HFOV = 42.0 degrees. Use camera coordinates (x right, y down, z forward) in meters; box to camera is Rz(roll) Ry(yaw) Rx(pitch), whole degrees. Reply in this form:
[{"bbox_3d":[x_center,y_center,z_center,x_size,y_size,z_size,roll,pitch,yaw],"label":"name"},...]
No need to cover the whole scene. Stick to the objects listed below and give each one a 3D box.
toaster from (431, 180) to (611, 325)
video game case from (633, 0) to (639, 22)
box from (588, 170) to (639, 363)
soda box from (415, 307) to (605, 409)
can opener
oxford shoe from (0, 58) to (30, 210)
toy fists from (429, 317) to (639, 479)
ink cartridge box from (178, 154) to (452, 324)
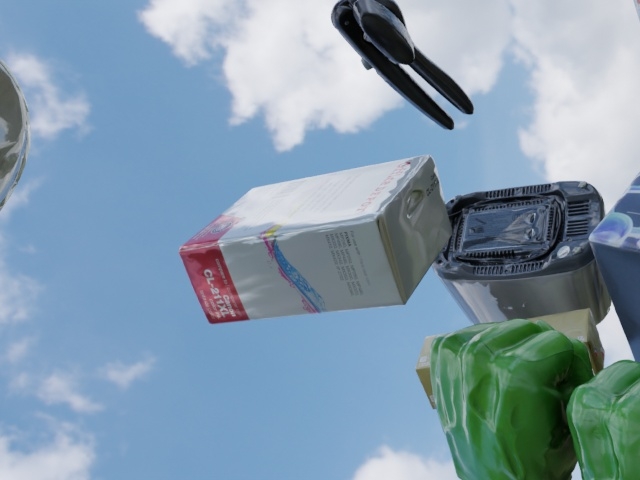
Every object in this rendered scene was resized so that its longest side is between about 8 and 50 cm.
[{"bbox_3d":[0.227,0.027,0.950,0.146,0.226,0.129,55,-140,-40],"label":"toaster"},{"bbox_3d":[0.468,-0.334,1.037,0.227,0.026,0.207,112,157,-61],"label":"video game case"},{"bbox_3d":[0.484,-0.035,0.731,0.395,0.293,0.212,-48,-54,-20],"label":"box"},{"bbox_3d":[0.195,0.124,0.860,0.058,0.181,0.061,65,-151,-21],"label":"soda box"},{"bbox_3d":[0.078,-0.161,0.774,0.186,0.059,0.073,39,-143,-40],"label":"can opener"},{"bbox_3d":[-0.260,-0.022,0.379,0.169,0.130,0.449,64,-157,-11],"label":"oxford shoe"},{"bbox_3d":[0.189,0.138,0.601,0.096,0.279,0.142,-29,-63,-26],"label":"toy fists"},{"bbox_3d":[0.000,0.000,0.654,0.127,0.175,0.072,-45,-58,-54],"label":"ink cartridge box"}]
